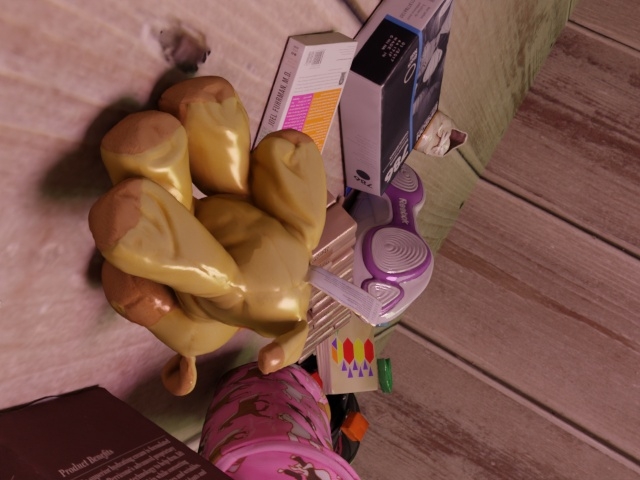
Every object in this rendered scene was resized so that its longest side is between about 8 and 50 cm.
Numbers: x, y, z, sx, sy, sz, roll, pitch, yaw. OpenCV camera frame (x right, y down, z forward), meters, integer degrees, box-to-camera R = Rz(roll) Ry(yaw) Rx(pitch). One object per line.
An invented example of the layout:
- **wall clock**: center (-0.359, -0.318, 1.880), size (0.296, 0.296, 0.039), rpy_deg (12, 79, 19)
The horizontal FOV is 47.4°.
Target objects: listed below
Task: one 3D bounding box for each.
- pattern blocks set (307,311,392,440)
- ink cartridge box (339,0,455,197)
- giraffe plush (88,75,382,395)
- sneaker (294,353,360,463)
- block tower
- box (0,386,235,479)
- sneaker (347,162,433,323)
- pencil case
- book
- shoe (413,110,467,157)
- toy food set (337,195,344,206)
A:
- **pattern blocks set**: center (0.040, 0.174, 1.174), size (0.325, 0.026, 0.285), rpy_deg (29, 56, -56)
- **ink cartridge box**: center (0.092, -0.170, 0.915), size (0.165, 0.065, 0.332), rpy_deg (-56, 166, -15)
- **giraffe plush**: center (-0.085, 0.016, 0.527), size (0.170, 0.210, 0.181), rpy_deg (-33, -166, 47)
- **sneaker**: center (-0.002, 0.301, 1.279), size (0.202, 0.185, 0.483), rpy_deg (-57, 167, 5)
- **block tower**: center (-0.023, 0.041, 0.815), size (0.097, 0.091, 0.335), rpy_deg (-36, 162, -14)
- **box**: center (-0.170, 0.243, 0.550), size (0.167, 0.203, 0.168), rpy_deg (-61, 165, 5)
- **sneaker**: center (0.085, 0.019, 1.039), size (0.305, 0.114, 0.152), rpy_deg (-75, -169, -49)
- **pencil case**: center (-0.049, 0.238, 0.806), size (0.386, 0.160, 0.167), rpy_deg (-156, -122, -83)
- **book**: center (-0.019, -0.123, 0.692), size (0.096, 0.035, 0.144), rpy_deg (-29, 146, -56)
- **shoe**: center (0.217, -0.189, 1.303), size (0.076, 0.058, 0.219), rpy_deg (-65, 165, 19)
- **toy food set**: center (0.000, 0.000, 1.027), size (0.078, 0.019, 0.122), rpy_deg (90, 26, -64)
